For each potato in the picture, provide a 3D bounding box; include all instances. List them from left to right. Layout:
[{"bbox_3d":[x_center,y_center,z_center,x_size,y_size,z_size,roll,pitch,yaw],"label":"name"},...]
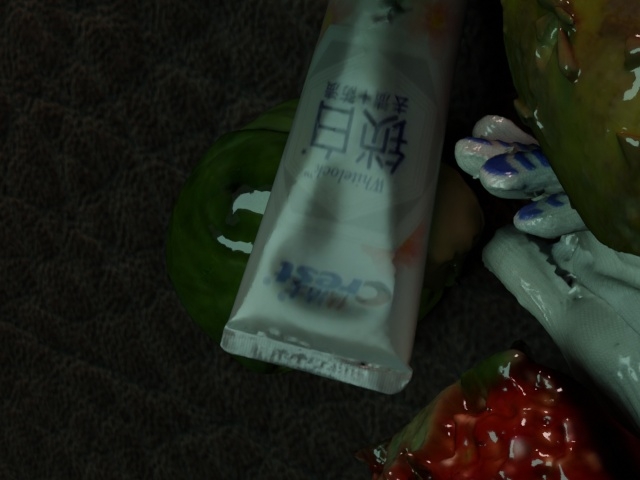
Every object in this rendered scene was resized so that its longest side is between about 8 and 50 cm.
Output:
[{"bbox_3d":[0.194,-0.051,0.765,0.298,0.141,0.176,48,117,27],"label":"potato"}]

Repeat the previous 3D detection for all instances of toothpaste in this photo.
[{"bbox_3d":[0.032,-0.089,0.900,0.100,0.066,0.323,13,90,12],"label":"toothpaste"}]

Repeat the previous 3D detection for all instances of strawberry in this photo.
[{"bbox_3d":[0.109,0.213,0.893,0.233,0.138,0.306,127,122,-69],"label":"strawberry"}]

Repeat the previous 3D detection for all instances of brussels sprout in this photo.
[{"bbox_3d":[-0.005,-0.007,0.993,0.183,0.131,0.145,-42,74,35],"label":"brussels sprout"}]

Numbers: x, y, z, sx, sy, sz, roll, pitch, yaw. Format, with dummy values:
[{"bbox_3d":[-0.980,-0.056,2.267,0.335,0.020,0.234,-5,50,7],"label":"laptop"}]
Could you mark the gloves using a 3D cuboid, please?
[{"bbox_3d":[0.148,0.025,0.875,0.229,0.097,0.119,50,133,15],"label":"gloves"}]
